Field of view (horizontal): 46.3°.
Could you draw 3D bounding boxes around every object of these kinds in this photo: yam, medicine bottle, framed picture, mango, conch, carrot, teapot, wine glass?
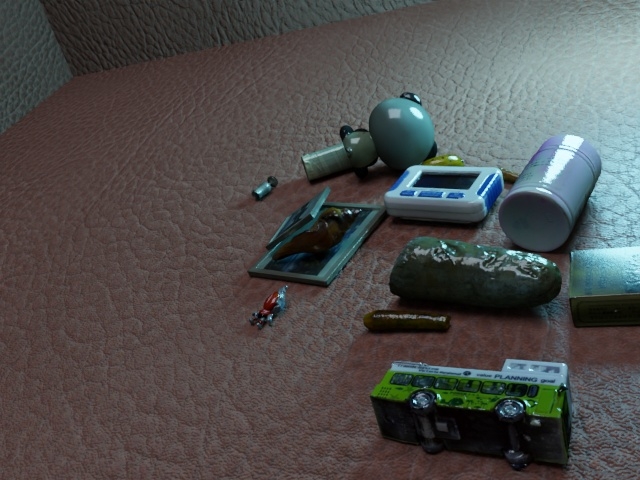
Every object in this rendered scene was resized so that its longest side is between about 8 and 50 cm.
[{"bbox_3d":[0.295,0.065,1.442,0.330,0.133,0.133,6,37,33],"label":"yam"},{"bbox_3d":[0.495,-0.106,1.600,0.152,0.152,0.254,6,37,35],"label":"medicine bottle"},{"bbox_3d":[-0.053,-0.057,1.845,0.150,0.015,0.203,-35,11,24],"label":"framed picture"},{"bbox_3d":[0.309,-0.188,1.906,0.114,0.057,0.079,-5,-13,-5],"label":"mango"},{"bbox_3d":[-0.004,-0.007,1.731,0.232,0.080,0.086,-39,-4,0],"label":"conch"},{"bbox_3d":[0.000,0.000,1.808,0.232,0.024,0.315,5,37,34],"label":"framed picture"},{"bbox_3d":[0.461,-0.156,1.825,0.032,0.032,0.093,-35,39,-28],"label":"carrot"},{"bbox_3d":[0.167,0.156,1.447,0.170,0.042,0.042,0,34,24],"label":"carrot"},{"bbox_3d":[0.049,-0.236,2.134,0.200,0.077,0.107,-18,10,-1],"label":"teapot"},{"bbox_3d":[-0.159,-0.148,2.122,0.042,0.039,0.083,-2,30,43],"label":"wine glass"}]

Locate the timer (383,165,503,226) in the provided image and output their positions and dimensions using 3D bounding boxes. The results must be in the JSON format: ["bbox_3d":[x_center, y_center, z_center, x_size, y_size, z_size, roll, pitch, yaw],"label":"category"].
[{"bbox_3d":[0.294,-0.108,1.784,0.253,0.078,0.178,5,35,34],"label":"timer"}]

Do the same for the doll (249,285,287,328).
[{"bbox_3d":[-0.104,0.142,1.611,0.114,0.039,0.057,-48,7,-22],"label":"doll"}]

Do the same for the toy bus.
[{"bbox_3d":[0.239,0.258,1.173,0.301,0.113,0.139,0,30,29],"label":"toy bus"}]

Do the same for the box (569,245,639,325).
[{"bbox_3d":[0.572,0.077,1.338,0.240,0.071,0.159,-4,30,23],"label":"box"}]

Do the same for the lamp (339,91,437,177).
[{"bbox_3d":[0.184,-0.274,2.009,0.244,0.198,0.198,-20,29,10],"label":"lamp"}]
